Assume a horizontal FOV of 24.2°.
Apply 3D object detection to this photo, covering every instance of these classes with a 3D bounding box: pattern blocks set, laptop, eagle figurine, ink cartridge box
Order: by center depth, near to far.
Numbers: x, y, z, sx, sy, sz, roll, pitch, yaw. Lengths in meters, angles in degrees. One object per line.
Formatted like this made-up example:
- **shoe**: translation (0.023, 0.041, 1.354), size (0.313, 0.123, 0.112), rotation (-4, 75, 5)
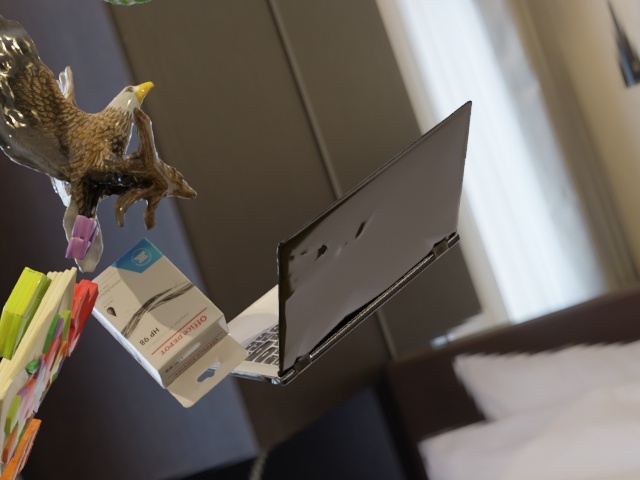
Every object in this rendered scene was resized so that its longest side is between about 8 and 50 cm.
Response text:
- **pattern blocks set**: translation (-0.266, 0.125, 1.349), size (0.026, 0.324, 0.285), rotation (19, -30, 3)
- **ink cartridge box**: translation (-0.180, 0.095, 1.734), size (0.104, 0.180, 0.060), rotation (-41, -23, -16)
- **eagle figurine**: translation (-0.289, -0.122, 1.748), size (0.298, 0.226, 0.225), rotation (25, 31, 26)
- **laptop**: translation (0.000, 0.000, 2.118), size (0.382, 0.236, 0.408), rotation (-37, 23, -31)

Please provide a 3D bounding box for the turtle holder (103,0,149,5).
- **turtle holder**: translation (-0.148, -0.396, 1.526), size (0.320, 0.227, 0.243), rotation (-51, -4, 41)
